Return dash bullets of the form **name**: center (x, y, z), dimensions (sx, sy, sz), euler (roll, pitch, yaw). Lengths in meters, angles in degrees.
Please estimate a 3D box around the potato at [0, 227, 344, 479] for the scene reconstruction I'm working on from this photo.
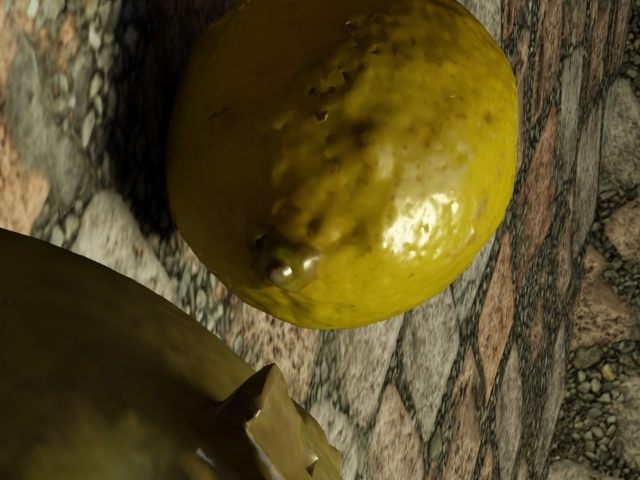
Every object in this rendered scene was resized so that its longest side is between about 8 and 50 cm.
- **potato**: center (-0.171, 0.155, 0.573), dimensions (0.442, 0.385, 0.319), euler (-41, 115, -55)

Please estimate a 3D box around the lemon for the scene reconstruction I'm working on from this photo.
- **lemon**: center (0.012, -0.064, 1.279), dimensions (0.310, 0.254, 0.253), euler (-59, 152, -47)
